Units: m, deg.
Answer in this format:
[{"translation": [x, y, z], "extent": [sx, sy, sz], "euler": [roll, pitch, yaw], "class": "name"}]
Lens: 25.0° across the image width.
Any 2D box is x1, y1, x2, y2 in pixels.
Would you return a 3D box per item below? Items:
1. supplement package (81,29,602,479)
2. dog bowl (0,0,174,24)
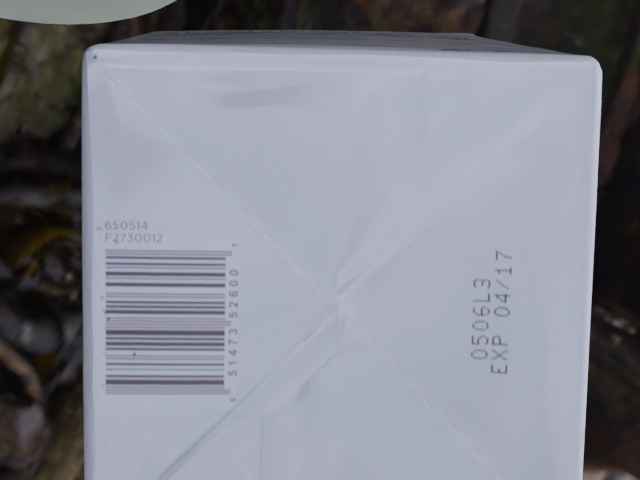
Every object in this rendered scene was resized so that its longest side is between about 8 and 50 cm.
[{"translation": [0.000, 0.000, 0.622], "extent": [0.293, 0.175, 0.178], "euler": [-103, -166, -81], "class": "supplement package"}, {"translation": [-0.166, -0.222, 0.730], "extent": [0.265, 0.264, 0.104], "euler": [75, 23, -65], "class": "dog bowl"}]
